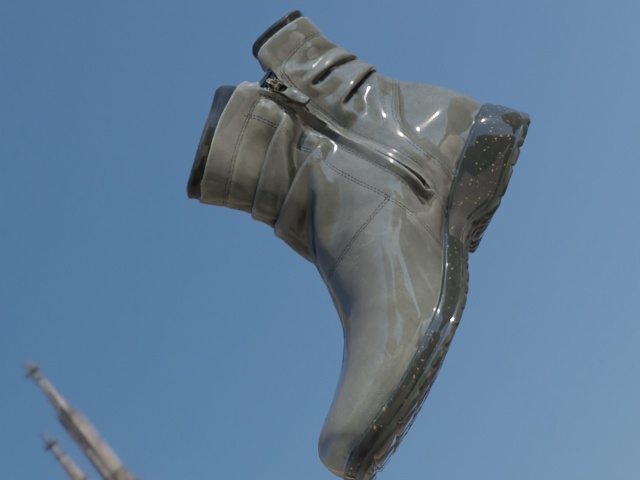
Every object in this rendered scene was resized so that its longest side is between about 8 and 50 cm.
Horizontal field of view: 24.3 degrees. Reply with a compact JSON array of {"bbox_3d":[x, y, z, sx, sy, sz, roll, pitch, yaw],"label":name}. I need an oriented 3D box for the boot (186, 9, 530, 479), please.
[{"bbox_3d":[0.000,0.000,0.770,0.083,0.161,0.246,107,-175,-57],"label":"boot"}]
